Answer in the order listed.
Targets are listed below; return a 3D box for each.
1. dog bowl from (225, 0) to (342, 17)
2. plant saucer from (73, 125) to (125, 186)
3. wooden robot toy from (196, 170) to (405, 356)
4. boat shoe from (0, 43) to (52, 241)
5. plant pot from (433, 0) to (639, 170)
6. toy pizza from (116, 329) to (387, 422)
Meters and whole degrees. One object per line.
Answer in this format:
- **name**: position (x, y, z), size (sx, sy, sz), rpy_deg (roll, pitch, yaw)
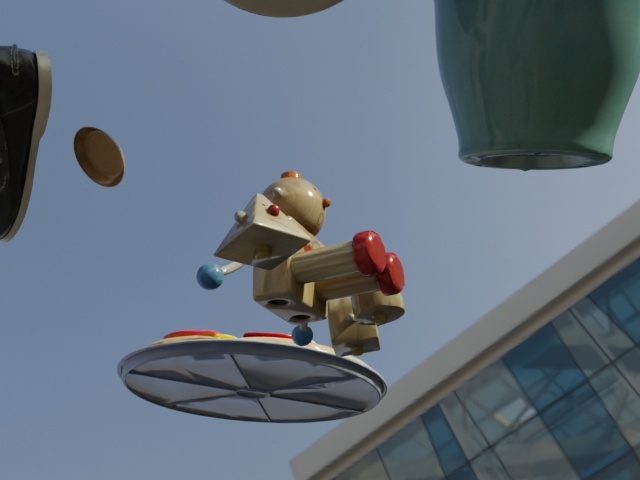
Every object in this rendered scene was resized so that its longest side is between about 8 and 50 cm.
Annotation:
- **dog bowl**: position (-0.042, -0.392, 0.774), size (0.265, 0.104, 0.264), rpy_deg (-9, -45, -9)
- **plant saucer**: position (-0.280, -0.109, 0.892), size (0.083, 0.015, 0.083), rpy_deg (15, -56, 23)
- **wooden robot toy**: position (0.000, 0.000, 0.356), size (0.076, 0.079, 0.173), rpy_deg (-18, -30, 19)
- **boat shoe**: position (-0.335, -0.095, 0.715), size (0.079, 0.084, 0.233), rpy_deg (-2, -46, -35)
- **plant pot**: position (0.268, -0.220, 0.855), size (0.272, 0.272, 0.255), rpy_deg (2, -91, -22)
- **toy pizza**: position (-0.050, 0.102, 0.528), size (0.201, 0.032, 0.201), rpy_deg (2, -28, 1)
